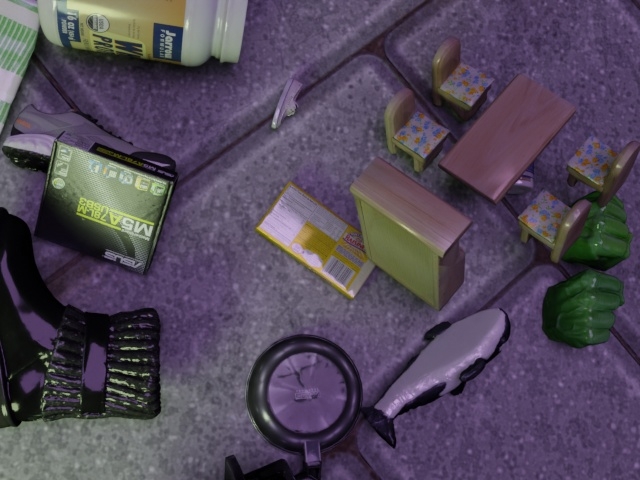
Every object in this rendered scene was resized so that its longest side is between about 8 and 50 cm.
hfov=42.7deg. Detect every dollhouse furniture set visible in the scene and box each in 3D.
[{"bbox_3d":[0.246,-0.120,1.294,0.362,0.256,0.394,37,76,21],"label":"dollhouse furniture set"}]

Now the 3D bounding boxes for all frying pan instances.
[{"bbox_3d":[-0.042,0.308,1.320,0.197,0.053,0.326,18,73,-6],"label":"frying pan"}]

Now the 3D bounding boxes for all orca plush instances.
[{"bbox_3d":[0.212,0.236,1.354,0.287,0.151,0.102,-46,121,-19],"label":"orca plush"}]

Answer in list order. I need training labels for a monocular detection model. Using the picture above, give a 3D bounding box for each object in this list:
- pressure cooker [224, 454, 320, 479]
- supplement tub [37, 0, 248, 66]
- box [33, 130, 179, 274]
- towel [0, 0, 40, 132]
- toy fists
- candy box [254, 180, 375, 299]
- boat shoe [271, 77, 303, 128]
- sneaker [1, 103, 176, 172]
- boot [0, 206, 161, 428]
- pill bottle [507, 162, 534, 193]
[{"bbox_3d":[-0.106,0.518,1.102,0.420,0.375,0.370,-20,108,-14],"label":"pressure cooker"},{"bbox_3d":[-0.276,-0.408,1.328,0.316,0.228,0.228,7,77,-9],"label":"supplement tub"},{"bbox_3d":[-0.336,-0.055,1.282,0.190,0.045,0.184,21,118,-7],"label":"box"},{"bbox_3d":[-0.601,-0.273,1.284,0.247,0.038,0.325,23,86,-19],"label":"towel"},{"bbox_3d":[0.468,0.049,1.417,0.096,0.142,0.279,15,76,-7],"label":"toy fists"},{"bbox_3d":[0.000,0.000,1.399,0.206,0.027,0.105,36,71,-2],"label":"candy box"},{"bbox_3d":[-0.056,-0.237,1.436,0.035,0.035,0.100,21,69,-3],"label":"boat shoe"},{"bbox_3d":[-0.367,-0.156,1.328,0.271,0.100,0.108,13,71,-8],"label":"sneaker"},{"bbox_3d":[-0.377,0.111,1.248,0.260,0.131,0.348,-7,90,-5],"label":"boot"},{"bbox_3d":[0.350,-0.148,1.475,0.067,0.067,0.120,6,78,-9],"label":"pill bottle"}]
